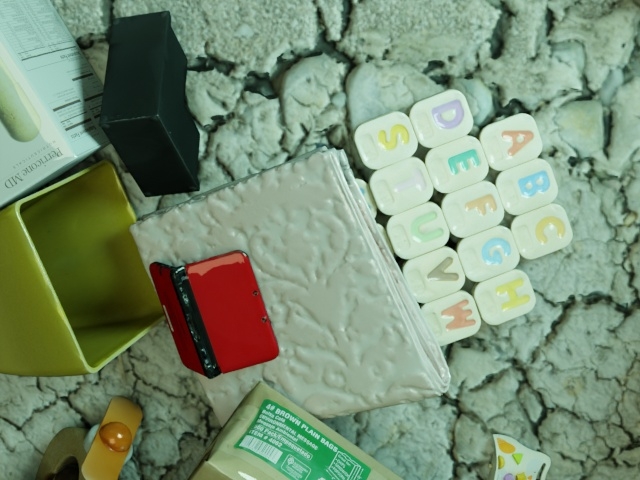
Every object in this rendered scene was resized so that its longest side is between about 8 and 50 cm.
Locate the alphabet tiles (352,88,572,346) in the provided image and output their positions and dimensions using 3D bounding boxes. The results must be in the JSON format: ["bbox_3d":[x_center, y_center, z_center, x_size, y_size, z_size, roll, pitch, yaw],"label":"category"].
[{"bbox_3d":[0.146,-0.024,1.470,0.278,0.021,0.284,-20,99,0],"label":"alphabet tiles"}]

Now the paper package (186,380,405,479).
[{"bbox_3d":[-0.034,0.387,1.524,0.324,0.168,0.309,35,125,0],"label":"paper package"}]

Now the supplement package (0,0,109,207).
[{"bbox_3d":[-0.398,-0.177,1.468,0.199,0.198,0.263,-30,97,15],"label":"supplement package"}]

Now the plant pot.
[{"bbox_3d":[-0.339,0.050,1.520,0.187,0.212,0.212,-18,100,26],"label":"plant pot"}]

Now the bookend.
[{"bbox_3d":[-0.196,-0.161,1.492,0.072,0.156,0.157,-6,59,12],"label":"bookend"}]

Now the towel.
[{"bbox_3d":[-0.044,0.072,1.493,0.331,0.053,0.317,-17,103,35],"label":"towel"}]

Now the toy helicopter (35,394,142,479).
[{"bbox_3d":[-0.267,0.332,1.523,0.140,0.355,0.235,24,93,-33],"label":"toy helicopter"}]

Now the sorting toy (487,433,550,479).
[{"bbox_3d":[0.247,0.290,1.559,0.075,0.045,0.083,6,106,-11],"label":"sorting toy"}]

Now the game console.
[{"bbox_3d":[-0.130,0.084,1.507,0.085,0.124,0.144,-24,107,-25],"label":"game console"}]
